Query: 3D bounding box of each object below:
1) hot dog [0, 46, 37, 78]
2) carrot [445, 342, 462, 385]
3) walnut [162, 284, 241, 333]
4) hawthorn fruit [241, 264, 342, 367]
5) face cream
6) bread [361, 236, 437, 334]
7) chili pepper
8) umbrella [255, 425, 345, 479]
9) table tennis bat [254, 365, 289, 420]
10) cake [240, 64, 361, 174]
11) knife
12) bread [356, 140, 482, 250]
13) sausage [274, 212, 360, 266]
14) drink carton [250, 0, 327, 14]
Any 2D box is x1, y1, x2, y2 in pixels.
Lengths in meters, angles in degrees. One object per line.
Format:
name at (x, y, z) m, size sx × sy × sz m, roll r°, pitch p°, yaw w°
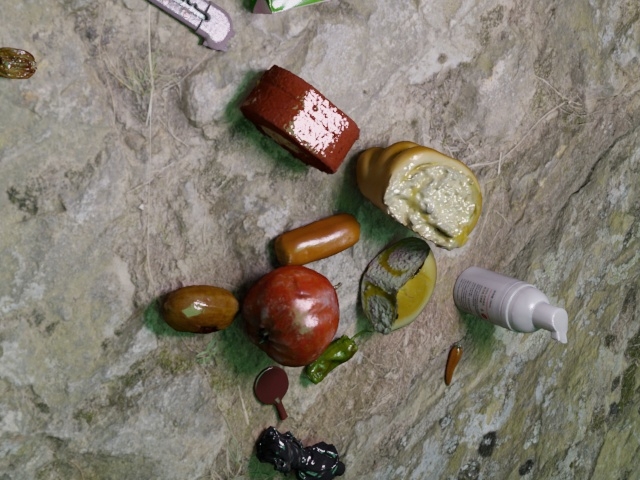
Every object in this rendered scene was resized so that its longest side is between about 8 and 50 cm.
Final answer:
hot dog at (-0.585, -0.337, 1.366) m, size 0.083 × 0.035 × 0.058 m, roll -2°, pitch 98°, yaw -32°
carrot at (0.397, 0.371, 2.153) m, size 0.035 × 0.035 × 0.142 m, roll 8°, pitch 104°, yaw -33°
walnut at (-0.267, 0.158, 1.642) m, size 0.207 × 0.116 × 0.115 m, roll 3°, pitch 99°, yaw -40°
hawthorn fruit at (-0.047, 0.160, 1.716) m, size 0.272 × 0.242 × 0.242 m, roll -37°, pitch 118°, yaw -34°
face cream at (0.549, 0.182, 2.002) m, size 0.145 × 0.370 × 0.145 m, roll -9°, pitch 106°, yaw -32°
bread at (0.211, 0.130, 1.918) m, size 0.260 × 0.158 × 0.156 m, roll -49°, pitch 132°, yaw -15°
chili pepper at (0.048, 0.298, 1.891) m, size 0.204 × 0.073 × 0.072 m, roll -39°, pitch 137°, yaw -7°
umbrella at (-0.045, 0.575, 1.876) m, size 0.272 × 0.110 × 0.122 m, roll 29°, pitch 50°, yaw -35°
table tennis bat at (-0.117, 0.395, 1.839) m, size 0.098 × 0.019 × 0.154 m, roll -28°, pitch 112°, yaw -25°
cake at (-0.036, -0.273, 1.645) m, size 0.283 × 0.177 × 0.151 m, roll 39°, pitch 79°, yaw -31°
knife at (-0.338, -0.528, 1.479) m, size 0.399 × 0.038 × 0.132 m, roll 28°, pitch 88°, yaw -34°
bread at (0.253, -0.136, 1.807) m, size 0.316 × 0.270 × 0.211 m, roll 32°, pitch 98°, yaw -26°
sausage at (0.000, 0.000, 1.782) m, size 0.238 × 0.098 × 0.098 m, roll -20°, pitch 111°, yaw -26°
drink carton at (-0.085, -0.644, 1.564) m, size 0.161 × 0.108 × 0.271 m, roll -21°, pitch 116°, yaw -24°
